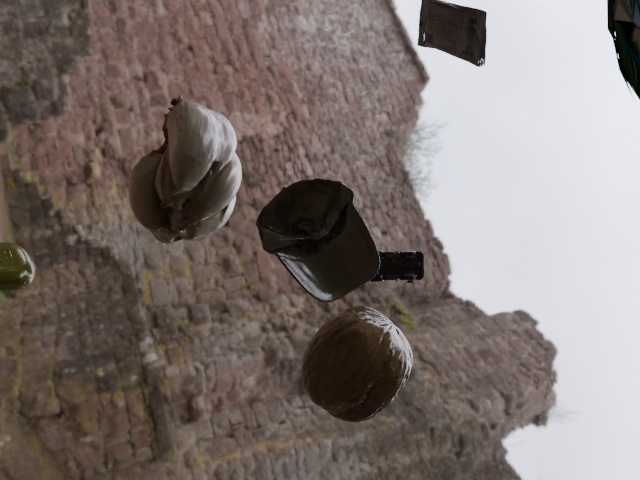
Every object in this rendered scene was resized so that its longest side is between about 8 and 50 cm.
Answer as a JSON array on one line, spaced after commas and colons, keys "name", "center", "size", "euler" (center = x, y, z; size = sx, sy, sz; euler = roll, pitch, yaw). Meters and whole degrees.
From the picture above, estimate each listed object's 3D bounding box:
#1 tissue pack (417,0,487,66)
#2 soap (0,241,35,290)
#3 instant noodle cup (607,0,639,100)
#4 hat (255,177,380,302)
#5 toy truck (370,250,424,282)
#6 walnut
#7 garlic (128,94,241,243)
[{"name": "tissue pack", "center": [0.284, -0.458, 1.479], "size": [0.193, 0.026, 0.123], "euler": [35, -40, 40]}, {"name": "soap", "center": [-0.492, 0.040, 0.992], "size": [0.089, 0.140, 0.045], "euler": [56, -44, 34]}, {"name": "instant noodle cup", "center": [0.265, -0.093, 0.300], "size": [0.178, 0.240, 0.240], "euler": [-73, 169, -54]}, {"name": "hat", "center": [0.000, 0.000, 1.124], "size": [0.173, 0.166, 0.144], "euler": [59, 1, -42]}, {"name": "toy truck", "center": [0.127, 0.060, 1.523], "size": [0.088, 0.201, 0.074], "euler": [163, -74, -77]}, {"name": "walnut", "center": [0.069, 0.244, 1.340], "size": [0.228, 0.228, 0.228], "euler": [169, -90, -72]}, {"name": "garlic", "center": [-0.224, -0.096, 1.192], "size": [0.281, 0.184, 0.203], "euler": [-41, -139, 37]}]
